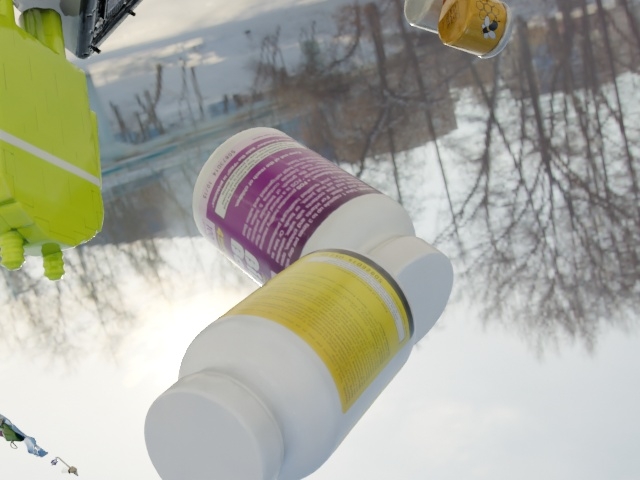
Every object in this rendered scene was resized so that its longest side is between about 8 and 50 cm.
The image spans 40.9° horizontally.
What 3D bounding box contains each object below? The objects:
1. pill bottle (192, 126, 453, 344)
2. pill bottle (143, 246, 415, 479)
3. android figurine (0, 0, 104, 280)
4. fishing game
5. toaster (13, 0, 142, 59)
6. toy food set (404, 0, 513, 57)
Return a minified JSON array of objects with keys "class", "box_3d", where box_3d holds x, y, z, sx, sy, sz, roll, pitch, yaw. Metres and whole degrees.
[{"class":"pill bottle","box_3d":[0.000,0.000,0.977,0.169,0.169,0.301,-24,-138,-32]},{"class":"pill bottle","box_3d":[-0.020,0.079,0.513,0.103,0.103,0.184,-8,-165,30]},{"class":"android figurine","box_3d":[-0.268,-0.100,0.781,0.056,0.273,0.248,-13,168,13]},{"class":"fishing game","box_3d":[-0.419,0.223,1.061,0.041,0.264,0.189,-57,-170,-25]},{"class":"toaster","box_3d":[-0.226,-0.303,0.871,0.168,0.110,0.186,-58,-176,-27]},{"class":"toy food set","box_3d":[0.134,-0.233,0.630,0.104,0.232,0.111,11,168,-27]}]
